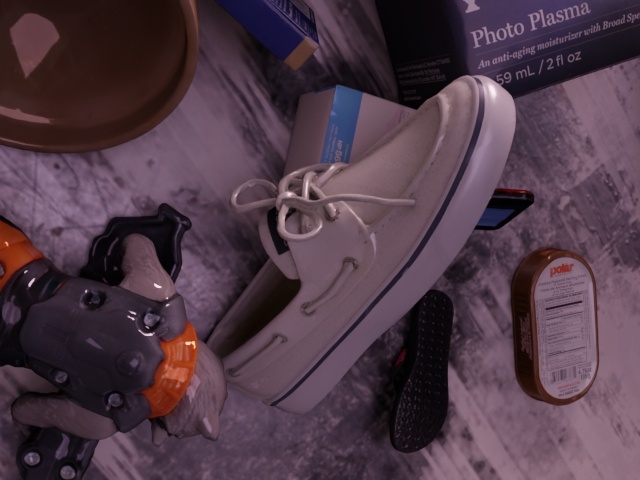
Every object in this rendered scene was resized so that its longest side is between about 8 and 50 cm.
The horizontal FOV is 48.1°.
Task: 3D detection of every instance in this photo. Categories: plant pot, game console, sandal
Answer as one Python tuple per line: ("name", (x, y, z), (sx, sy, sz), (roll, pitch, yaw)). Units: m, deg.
("plant pot", (-0.213, -0.187, 0.550), (0.237, 0.237, 0.109), (12, 48, -24))
("game console", (0.134, 0.003, 0.715), (0.124, 0.144, 0.085), (3, 80, 0))
("sandal", (0.108, 0.142, 0.785), (0.067, 0.040, 0.179), (23, 70, -29))

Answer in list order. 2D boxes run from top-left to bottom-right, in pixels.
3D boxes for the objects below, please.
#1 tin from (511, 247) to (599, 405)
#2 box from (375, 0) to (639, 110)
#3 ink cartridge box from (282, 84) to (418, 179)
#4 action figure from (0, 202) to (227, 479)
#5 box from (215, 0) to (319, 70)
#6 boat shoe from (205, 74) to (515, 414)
("tin", (0.283, 0.103, 0.858), (0.106, 0.040, 0.189), (-9, 97, -27))
("box", (0.201, -0.302, 0.682), (0.296, 0.183, 0.294), (-20, 103, -10))
("ink cartridge box", (0.051, -0.086, 0.709), (0.143, 0.092, 0.089), (13, 89, -24))
("action figure", (-0.233, 0.111, 0.558), (0.330, 0.178, 0.341), (16, 85, -15))
("box", (-0.094, -0.249, 0.614), (0.225, 0.136, 0.036), (41, 110, -21))
("boat shoe", (-0.001, -0.004, 0.610), (0.156, 0.136, 0.367), (25, 123, -20))
